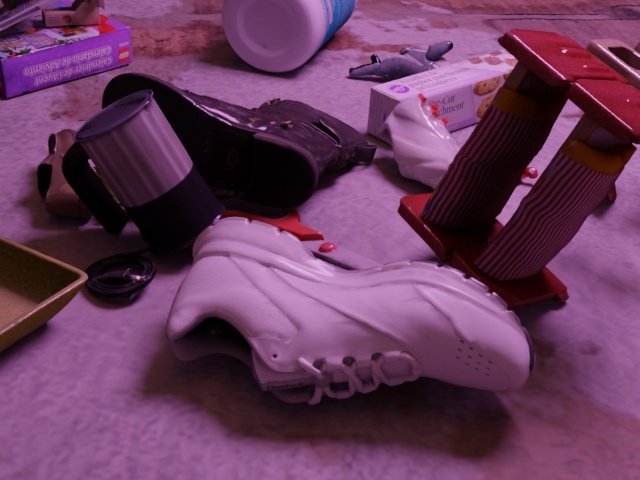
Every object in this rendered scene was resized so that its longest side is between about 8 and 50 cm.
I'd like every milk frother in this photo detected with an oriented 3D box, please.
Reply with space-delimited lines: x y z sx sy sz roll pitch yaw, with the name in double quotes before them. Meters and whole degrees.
"milk frother" -0.177 -0.039 0.848 0.129 0.135 0.143 -25 26 13

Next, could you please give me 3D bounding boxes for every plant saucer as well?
"plant saucer" -0.320 0.058 0.761 0.188 0.045 0.188 19 35 25

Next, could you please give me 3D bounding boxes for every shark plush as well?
"shark plush" 0.120 -0.235 1.283 0.161 0.073 0.067 11 62 3

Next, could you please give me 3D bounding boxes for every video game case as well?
"video game case" -0.398 -0.307 1.226 0.122 0.011 0.087 -27 38 -1

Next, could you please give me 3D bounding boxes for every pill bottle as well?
"pill bottle" -0.031 -0.355 1.372 0.146 0.146 0.264 13 33 15

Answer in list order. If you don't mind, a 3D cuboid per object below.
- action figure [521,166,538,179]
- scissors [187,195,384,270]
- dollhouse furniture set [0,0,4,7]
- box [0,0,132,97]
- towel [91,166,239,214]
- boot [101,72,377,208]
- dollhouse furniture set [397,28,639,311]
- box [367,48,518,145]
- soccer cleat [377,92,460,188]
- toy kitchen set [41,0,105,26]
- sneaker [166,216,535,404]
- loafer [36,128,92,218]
"action figure" 0.192 -0.086 1.070 0.115 0.030 0.038 14 28 12
"scissors" 0.000 0.000 0.866 0.297 0.021 0.109 10 30 32
"dollhouse furniture set" -0.419 -0.395 1.173 0.355 0.174 0.303 -22 45 3
"box" -0.435 -0.293 1.311 0.293 0.057 0.201 28 40 34
"towel" -0.169 -0.064 0.994 0.148 0.027 0.110 -9 33 -19
"boot" -0.081 -0.118 1.013 0.263 0.091 0.229 25 22 6
"dollhouse furniture set" 0.273 -0.076 0.898 0.374 0.201 0.152 -11 49 -46
"box" 0.200 -0.195 1.213 0.324 0.067 0.063 -21 39 -36
"soccer cleat" 0.129 -0.081 1.030 0.068 0.076 0.196 27 27 -46
"toy kitchen set" -0.331 -0.326 1.239 0.075 0.083 0.068 -9 33 -21
"sneaker" 0.017 0.079 0.733 0.297 0.111 0.129 11 48 18
"loafer" -0.271 -0.073 0.970 0.050 0.056 0.148 -3 31 -23
